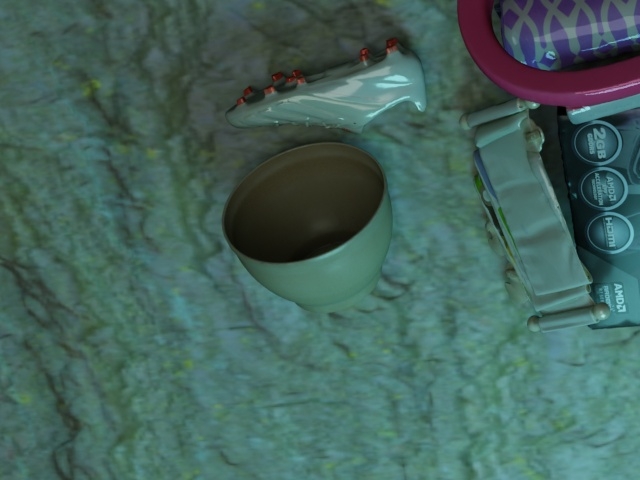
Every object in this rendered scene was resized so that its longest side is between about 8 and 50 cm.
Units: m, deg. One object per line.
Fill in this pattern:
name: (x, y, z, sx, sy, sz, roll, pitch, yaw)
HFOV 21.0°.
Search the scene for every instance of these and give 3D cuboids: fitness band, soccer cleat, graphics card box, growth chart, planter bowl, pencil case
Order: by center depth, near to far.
fitness band: (0.260, -0.219, 1.482, 0.291, 0.054, 0.209, -17, 68, 12)
graphics card box: (0.408, -0.050, 1.548, 0.371, 0.094, 0.233, -4, 119, 14)
pencil case: (0.260, -0.196, 1.554, 0.206, 0.086, 0.088, -11, 140, 18)
growth chart: (0.192, -0.021, 1.600, 0.021, 0.172, 0.237, -24, 99, -20)
soccer cleat: (0.006, -0.129, 1.641, 0.196, 0.068, 0.076, -16, 108, 14)
planter bowl: (0.000, 0.000, 1.649, 0.162, 0.162, 0.109, -10, 133, 15)
